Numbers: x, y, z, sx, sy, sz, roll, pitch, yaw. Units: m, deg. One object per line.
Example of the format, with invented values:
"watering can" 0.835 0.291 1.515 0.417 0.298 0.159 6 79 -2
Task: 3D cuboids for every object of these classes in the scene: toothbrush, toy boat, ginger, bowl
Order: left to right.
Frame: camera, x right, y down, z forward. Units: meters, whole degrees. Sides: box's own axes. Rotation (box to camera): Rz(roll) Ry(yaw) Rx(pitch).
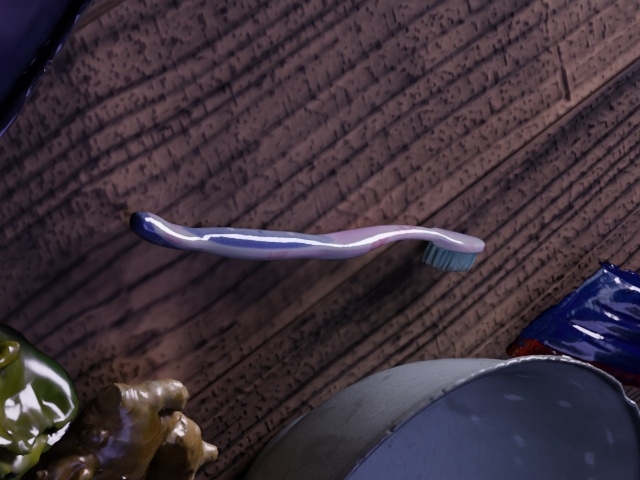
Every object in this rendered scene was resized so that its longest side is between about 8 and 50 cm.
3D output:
"ginger" -0.140 0.145 0.925 0.193 0.052 0.176 -2 120 -55
"toothbrush" 0.000 0.000 0.989 0.269 0.021 0.027 4 105 -43
"bowl" 0.035 0.180 1.036 0.313 0.146 0.313 -20 125 -32
"toy boat" 0.182 0.156 1.220 0.219 0.072 0.318 -10 124 -35

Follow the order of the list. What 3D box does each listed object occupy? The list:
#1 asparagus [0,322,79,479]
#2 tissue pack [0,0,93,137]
"asparagus" -0.258 0.117 0.758 0.382 0.108 0.128 -25 144 -33
"tissue pack" -0.122 -0.201 0.564 0.344 0.242 0.125 -58 143 -10
